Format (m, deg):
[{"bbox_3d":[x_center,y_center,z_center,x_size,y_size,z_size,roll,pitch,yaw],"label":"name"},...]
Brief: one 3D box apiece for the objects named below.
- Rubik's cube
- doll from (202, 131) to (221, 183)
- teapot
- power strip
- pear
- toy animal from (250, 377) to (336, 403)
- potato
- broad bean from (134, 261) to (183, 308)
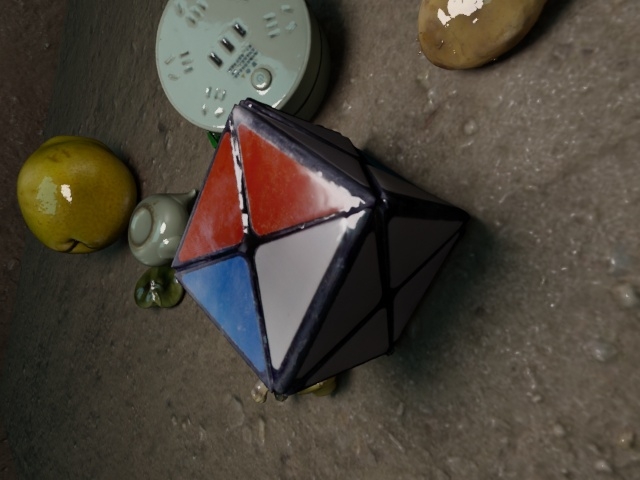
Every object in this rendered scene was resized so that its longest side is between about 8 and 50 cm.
[{"bbox_3d":[0.000,0.000,0.678,0.305,0.310,0.307,38,112,32],"label":"Rubik's cube"},{"bbox_3d":[-0.232,-0.166,1.057,0.134,0.106,0.186,29,130,-1],"label":"doll"},{"bbox_3d":[-0.417,0.014,1.193,0.220,0.149,0.318,-37,62,27],"label":"teapot"},{"bbox_3d":[-0.164,-0.384,0.887,0.357,0.161,0.358,1,93,16],"label":"power strip"},{"bbox_3d":[-0.804,-0.156,1.439,0.362,0.362,0.419,-38,57,34],"label":"pear"},{"bbox_3d":[-0.064,0.243,0.875,0.169,0.121,0.233,-53,43,6],"label":"toy animal"},{"bbox_3d":[0.244,-0.358,0.621,0.161,0.128,0.235,39,128,15],"label":"potato"},{"bbox_3d":[-0.481,0.135,1.308,0.206,0.072,0.153,-26,71,26],"label":"broad bean"}]
